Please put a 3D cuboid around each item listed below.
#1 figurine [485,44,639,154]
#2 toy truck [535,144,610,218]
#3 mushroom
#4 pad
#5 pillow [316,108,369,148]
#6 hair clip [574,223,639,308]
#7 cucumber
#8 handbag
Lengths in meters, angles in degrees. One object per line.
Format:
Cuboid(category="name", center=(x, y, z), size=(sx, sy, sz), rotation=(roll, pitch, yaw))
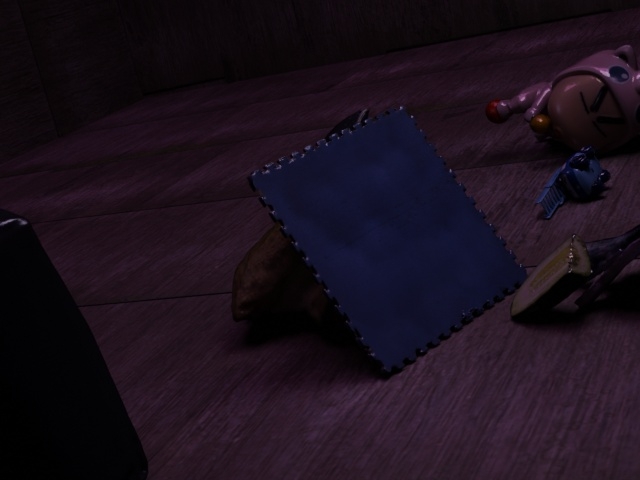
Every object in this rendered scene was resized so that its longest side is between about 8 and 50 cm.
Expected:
Cuboid(category="figurine", center=(0.414, -0.204, 1.701), size=(0.186, 0.176, 0.287), rotation=(-46, 25, -29))
Cuboid(category="toy truck", center=(0.354, -0.079, 1.473), size=(0.074, 0.063, 0.136), rotation=(-27, 9, 35))
Cuboid(category="mushroom", center=(-0.007, -0.002, 1.306), size=(0.217, 0.212, 0.292), rotation=(-5, 26, 14))
Cuboid(category="pad", center=(0.083, -0.012, 1.180), size=(0.269, 0.269, 0.012), rotation=(-26, -12, -38))
Cuboid(category="pillow", center=(0.002, -0.119, 1.710), size=(0.208, 0.055, 0.141), rotation=(-46, 13, 37))
Cuboid(category="hair clip", center=(0.334, -0.002, 1.125), size=(0.146, 0.056, 0.187), rotation=(-39, -1, -37))
Cuboid(category="cucumber", center=(0.248, 0.050, 1.129), size=(0.107, 0.035, 0.067), rotation=(-49, 16, 41))
Cuboid(category="handbag", center=(-0.331, 0.128, 0.971), size=(0.275, 0.302, 0.178), rotation=(-1, 27, 44))
